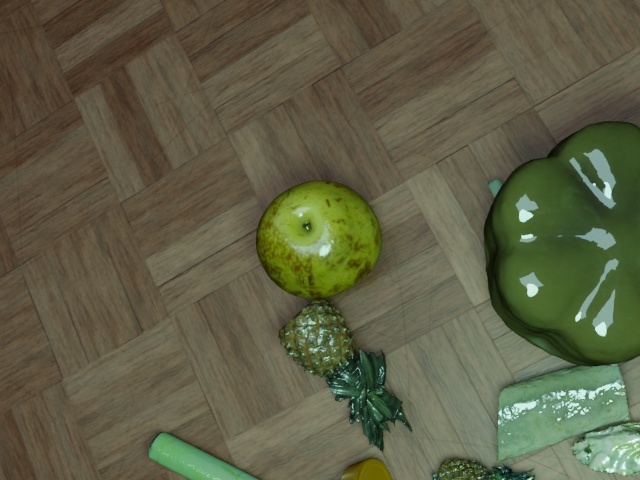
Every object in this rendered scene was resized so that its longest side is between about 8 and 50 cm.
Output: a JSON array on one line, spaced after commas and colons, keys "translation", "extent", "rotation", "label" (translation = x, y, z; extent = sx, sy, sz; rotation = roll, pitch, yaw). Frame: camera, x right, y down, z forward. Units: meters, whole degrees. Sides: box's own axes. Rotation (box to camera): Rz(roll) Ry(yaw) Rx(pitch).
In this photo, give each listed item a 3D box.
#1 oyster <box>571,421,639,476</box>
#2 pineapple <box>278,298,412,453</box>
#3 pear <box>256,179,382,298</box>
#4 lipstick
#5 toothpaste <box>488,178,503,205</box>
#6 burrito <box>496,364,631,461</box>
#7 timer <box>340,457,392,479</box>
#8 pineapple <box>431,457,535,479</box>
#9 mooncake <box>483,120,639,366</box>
[{"translation": [0.616, 0.407, 1.660], "extent": [0.209, 0.072, 0.133], "rotation": [-23, 112, 26], "label": "oyster"}, {"translation": [0.070, 0.295, 1.819], "extent": [0.165, 0.165, 0.364], "rotation": [-44, 81, 6], "label": "pineapple"}, {"translation": [0.000, 0.000, 1.814], "extent": [0.281, 0.281, 0.280], "rotation": [-3, 81, 17], "label": "pear"}, {"translation": [-0.260, 0.535, 1.909], "extent": [0.304, 0.076, 0.076], "rotation": [20, 88, 18], "label": "lipstick"}, {"translation": [0.466, 0.037, 1.774], "extent": [0.099, 0.061, 0.392], "rotation": [-28, 77, 6], "label": "toothpaste"}, {"translation": [0.484, 0.344, 1.696], "extent": [0.299, 0.105, 0.143], "rotation": [-21, 80, 11], "label": "burrito"}, {"translation": [0.063, 0.550, 1.797], "extent": [0.152, 0.132, 0.132], "rotation": [-19, 75, 36], "label": "timer"}, {"translation": [0.341, 0.512, 1.723], "extent": [0.221, 0.083, 0.103], "rotation": [4, 94, 17], "label": "pineapple"}, {"translation": [0.549, 0.012, 1.613], "extent": [0.467, 0.262, 0.467], "rotation": [0, 80, 0], "label": "mooncake"}]
